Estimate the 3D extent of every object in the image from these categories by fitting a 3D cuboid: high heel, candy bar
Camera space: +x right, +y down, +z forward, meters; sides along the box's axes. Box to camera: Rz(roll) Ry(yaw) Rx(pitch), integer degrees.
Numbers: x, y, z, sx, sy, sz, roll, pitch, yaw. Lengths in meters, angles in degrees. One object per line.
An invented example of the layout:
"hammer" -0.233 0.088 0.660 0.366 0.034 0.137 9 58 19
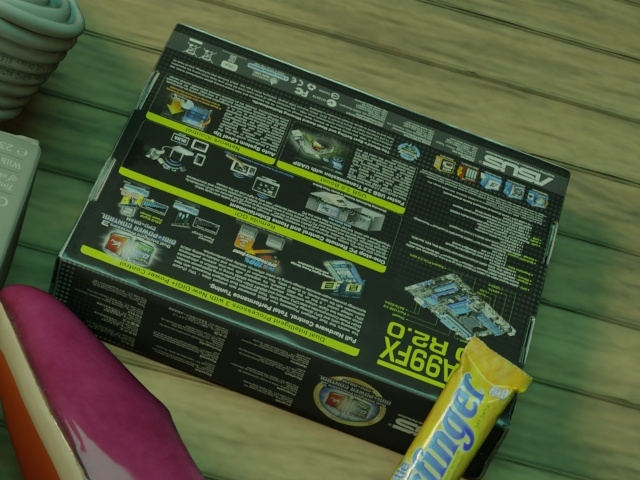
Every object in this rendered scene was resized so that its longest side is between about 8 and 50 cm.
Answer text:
"high heel" -0.016 0.160 0.879 0.181 0.127 0.377 -26 79 -23
"candy bar" 0.056 0.129 0.962 0.040 0.018 0.161 33 79 3

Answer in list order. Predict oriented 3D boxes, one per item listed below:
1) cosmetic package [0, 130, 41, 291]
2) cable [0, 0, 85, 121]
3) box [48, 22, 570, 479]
"cosmetic package" -0.237 0.044 0.925 0.127 0.107 0.238 16 45 -8
"cable" -0.259 -0.165 1.022 0.257 0.089 0.257 29 12 -34
"box" 0.000 0.000 1.070 0.270 0.060 0.216 20 48 -1
